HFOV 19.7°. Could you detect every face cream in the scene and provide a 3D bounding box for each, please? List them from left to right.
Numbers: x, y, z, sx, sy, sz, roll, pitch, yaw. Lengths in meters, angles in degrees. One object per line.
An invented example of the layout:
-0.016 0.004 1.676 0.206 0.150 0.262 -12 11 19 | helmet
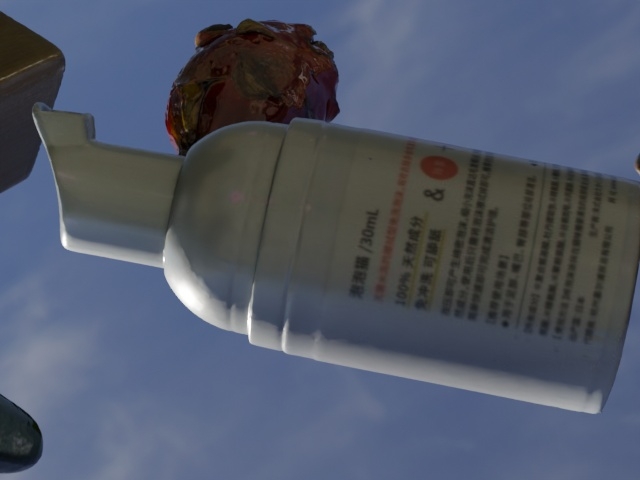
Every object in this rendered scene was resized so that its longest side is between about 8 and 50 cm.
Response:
0.000 0.000 1.116 0.369 0.145 0.145 11 -139 4 | face cream

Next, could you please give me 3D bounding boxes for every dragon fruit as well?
-0.068 -0.085 1.410 0.125 0.125 0.246 -40 -165 38 | dragon fruit

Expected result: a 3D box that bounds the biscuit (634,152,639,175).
0.249 -0.037 1.114 0.124 0.026 0.175 -38 -152 -3 | biscuit

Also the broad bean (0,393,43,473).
-0.178 0.048 0.600 0.195 0.061 0.046 4 -121 -27 | broad bean

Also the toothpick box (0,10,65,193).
-0.375 -0.093 1.579 0.190 0.187 0.308 30 -149 14 | toothpick box
